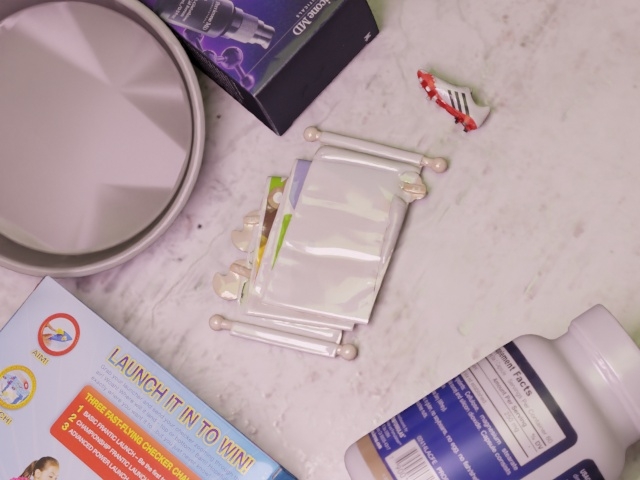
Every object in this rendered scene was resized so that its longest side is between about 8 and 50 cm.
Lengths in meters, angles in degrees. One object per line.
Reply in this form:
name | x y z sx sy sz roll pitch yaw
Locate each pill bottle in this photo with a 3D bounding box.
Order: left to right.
pill bottle | 0.166 0.176 1.480 0.264 0.153 0.153 -33 68 1

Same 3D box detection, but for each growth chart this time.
growth chart | 0.000 0.000 1.647 0.172 0.021 0.237 20 78 19

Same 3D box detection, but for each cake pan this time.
cake pan | -0.253 -0.111 1.675 0.293 0.054 0.293 0 94 6

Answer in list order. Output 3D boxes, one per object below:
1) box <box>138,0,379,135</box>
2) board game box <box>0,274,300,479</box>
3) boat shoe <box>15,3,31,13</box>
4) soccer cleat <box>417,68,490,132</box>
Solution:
box | -0.070 -0.232 1.693 0.207 0.108 0.153 40 84 22
board game box | -0.231 0.243 1.587 0.308 0.086 0.302 37 83 21
boat shoe | -0.379 -0.274 1.753 0.227 0.069 0.081 22 63 15
soccer cleat | 0.129 -0.141 1.661 0.035 0.029 0.083 -42 71 -12
